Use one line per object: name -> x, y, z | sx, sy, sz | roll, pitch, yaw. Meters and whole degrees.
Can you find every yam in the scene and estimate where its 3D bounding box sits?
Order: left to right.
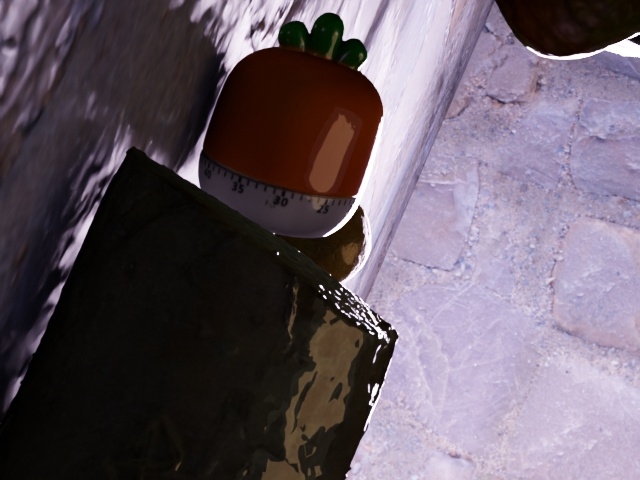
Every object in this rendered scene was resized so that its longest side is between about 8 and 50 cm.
yam -> -0.072, 0.108, 0.607 | 0.161, 0.161, 0.268 | 70, 45, -81

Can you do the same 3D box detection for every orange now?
orange -> 0.000, 0.000, 1.171 | 0.095, 0.085, 0.085 | -54, 165, -52

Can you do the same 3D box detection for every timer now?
timer -> -0.014, -0.070, 0.777 | 0.136, 0.099, 0.136 | -169, -90, -88

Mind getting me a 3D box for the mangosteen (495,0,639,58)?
mangosteen -> 0.225, -0.298, 0.896 | 0.435, 0.382, 0.382 | -30, 144, -53
